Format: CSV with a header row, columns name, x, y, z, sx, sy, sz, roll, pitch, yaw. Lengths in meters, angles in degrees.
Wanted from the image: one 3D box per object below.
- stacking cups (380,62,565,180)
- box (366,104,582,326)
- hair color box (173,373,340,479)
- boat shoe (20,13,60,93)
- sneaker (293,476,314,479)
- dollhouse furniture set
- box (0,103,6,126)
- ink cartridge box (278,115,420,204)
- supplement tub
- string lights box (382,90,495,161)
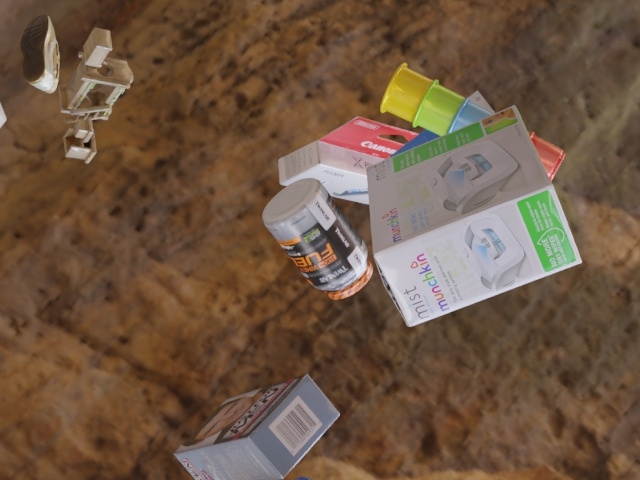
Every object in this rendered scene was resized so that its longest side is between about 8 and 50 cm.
name,x,y,z,sx,sy,sz,roll,pitch,yaw
stacking cups,0.263,-0.199,1.715,0.096,0.316,0.096,-62,170,-19
box,0.189,-0.036,1.320,0.231,0.126,0.262,-21,-154,12
hair color box,-0.139,0.400,2.077,0.185,0.113,0.374,-43,-172,-33
boat shoe,-0.400,-0.267,1.455,0.050,0.045,0.135,-18,-125,17
sneaker,-0.105,0.560,1.960,0.131,0.112,0.296,43,-66,40
dollhouse furniture set,-0.378,-0.249,1.786,0.182,0.101,0.160,-40,-127,46
box,-0.603,-0.276,1.605,0.113,0.094,0.275,-67,157,-45
ink cartridge box,0.101,-0.166,2.210,0.261,0.296,0.066,-24,-115,45
supplement tub,0.000,0.000,1.672,0.117,0.190,0.117,-30,-155,16
string lights box,0.252,-0.163,2.020,0.260,0.133,0.077,-36,156,11
